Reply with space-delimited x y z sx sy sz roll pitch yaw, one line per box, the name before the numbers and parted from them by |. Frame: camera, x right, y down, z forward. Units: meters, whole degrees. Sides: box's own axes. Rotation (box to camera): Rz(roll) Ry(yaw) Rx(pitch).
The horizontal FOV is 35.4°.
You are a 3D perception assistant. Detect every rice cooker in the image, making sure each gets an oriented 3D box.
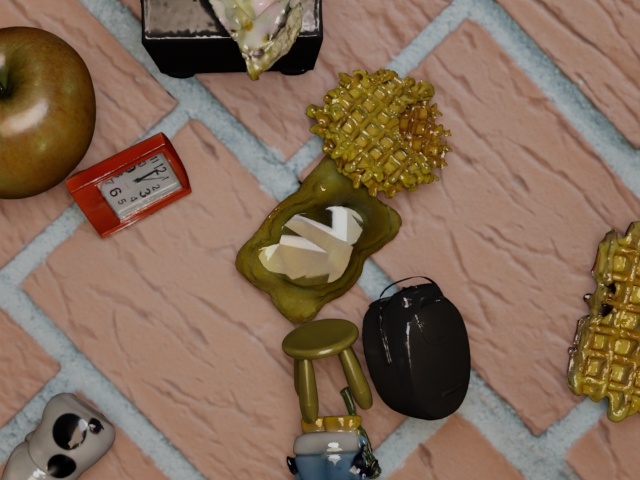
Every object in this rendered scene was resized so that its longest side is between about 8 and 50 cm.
rice cooker | 0.135 0.154 1.419 0.142 0.118 0.203 -14 92 -40

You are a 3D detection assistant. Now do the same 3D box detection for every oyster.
oyster | -0.073 -0.305 1.196 0.133 0.072 0.209 -30 70 2

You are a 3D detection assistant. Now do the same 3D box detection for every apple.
apple | -0.416 -0.168 1.355 0.237 0.207 0.237 0 70 -1

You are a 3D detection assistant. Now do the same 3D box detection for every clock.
clock | -0.270 -0.085 1.421 0.155 0.113 0.061 -26 51 -3

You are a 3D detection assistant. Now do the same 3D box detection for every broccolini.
broccolini | 0.058 0.284 1.469 0.030 0.035 0.140 -18 90 -7

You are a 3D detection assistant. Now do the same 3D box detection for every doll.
doll | 0.025 0.406 1.413 0.177 0.141 0.314 -10 78 40
doll | -0.372 0.303 1.409 0.110 0.107 0.181 39 94 -24

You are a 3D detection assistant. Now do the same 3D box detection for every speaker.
speaker | -0.120 -0.322 1.348 0.232 0.254 0.184 -1 89 -4

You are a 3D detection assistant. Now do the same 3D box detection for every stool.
stool | 0.009 0.181 1.420 0.135 0.134 0.110 -34 117 -45

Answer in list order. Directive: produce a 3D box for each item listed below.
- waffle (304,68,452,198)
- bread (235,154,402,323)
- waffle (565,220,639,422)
waffle | 0.092 -0.158 1.426 0.197 0.070 0.193 -18 76 -21
bread | 0.000 0.000 1.440 0.161 0.088 0.233 42 86 0
waffle | 0.480 0.113 1.483 0.309 0.065 0.283 -32 94 -6
